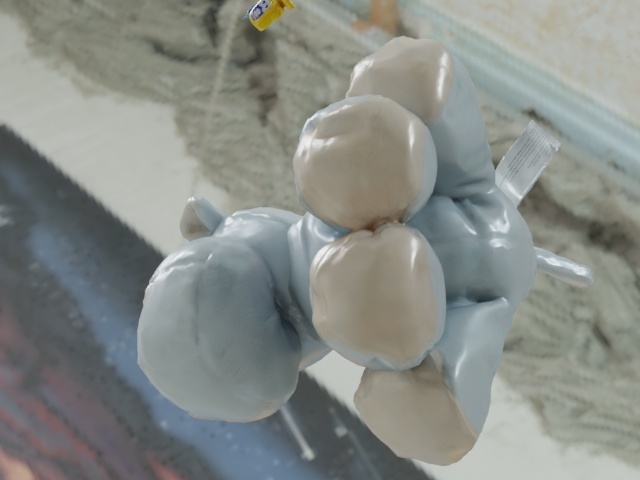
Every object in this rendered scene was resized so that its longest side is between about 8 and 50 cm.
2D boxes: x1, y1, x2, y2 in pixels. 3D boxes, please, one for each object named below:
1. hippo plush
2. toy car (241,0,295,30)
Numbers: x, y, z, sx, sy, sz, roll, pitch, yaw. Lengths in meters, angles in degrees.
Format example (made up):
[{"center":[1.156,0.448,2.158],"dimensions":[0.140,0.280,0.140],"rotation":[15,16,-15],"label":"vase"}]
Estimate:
[{"center":[0.000,0.000,0.955],"dimensions":[0.236,0.294,0.234],"rotation":[-7,-68,30],"label":"hippo plush"},{"center":[-0.073,-0.189,0.985],"dimensions":[0.122,0.040,0.060],"rotation":[54,12,27],"label":"toy car"}]
